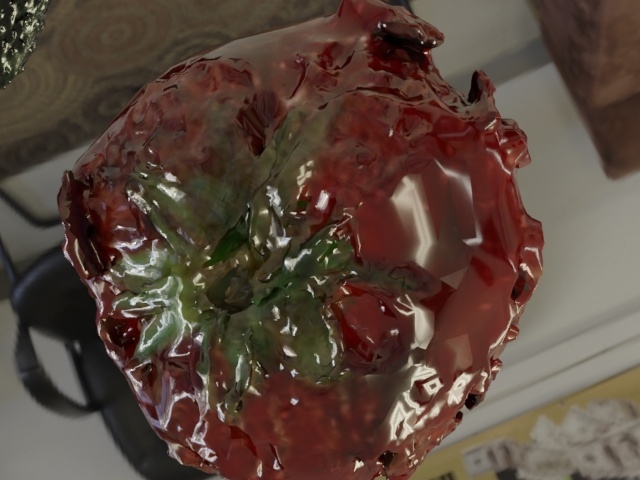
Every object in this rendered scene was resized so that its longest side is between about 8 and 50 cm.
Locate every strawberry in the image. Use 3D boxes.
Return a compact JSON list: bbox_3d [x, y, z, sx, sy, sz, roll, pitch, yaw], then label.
[{"bbox_3d":[0.000,0.000,0.676,0.274,0.274,0.220,-28,167,14],"label":"strawberry"}]

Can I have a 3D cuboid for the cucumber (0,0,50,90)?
[{"bbox_3d":[-0.219,-0.240,0.899,0.072,0.072,0.300,3,122,-48],"label":"cucumber"}]
